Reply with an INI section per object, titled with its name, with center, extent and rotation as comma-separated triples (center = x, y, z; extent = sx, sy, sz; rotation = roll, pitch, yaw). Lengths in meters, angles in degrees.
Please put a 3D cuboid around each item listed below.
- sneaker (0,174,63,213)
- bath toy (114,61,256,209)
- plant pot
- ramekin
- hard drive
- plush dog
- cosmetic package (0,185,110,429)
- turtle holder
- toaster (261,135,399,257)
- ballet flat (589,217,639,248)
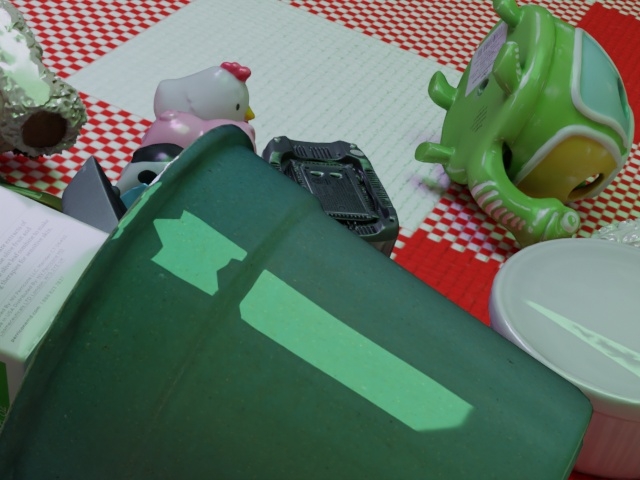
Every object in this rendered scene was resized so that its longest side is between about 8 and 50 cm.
[sneaker]
center = -0.353, -0.054, 1.496
extent = 0.192, 0.064, 0.086
rotation = 8, 37, -6
[bath toy]
center = -0.132, -0.097, 1.607
extent = 0.151, 0.129, 0.348
rotation = 43, 25, -22
[plant pot]
center = -0.004, 0.141, 1.032
extent = 0.334, 0.341, 0.341
rotation = 29, 33, 8
[ramekin]
center = 0.291, 0.124, 1.429
extent = 0.273, 0.127, 0.273
rotation = 9, 34, -6
[hard drive]
center = -0.182, 0.025, 1.335
extent = 0.054, 0.172, 0.254
rotation = -31, 24, -3
[plush dog]
center = -0.384, -0.168, 1.521
extent = 0.263, 0.225, 0.210
rotation = 7, 61, -12
[cosmetic package]
center = -0.364, 0.034, 1.204
extent = 0.366, 0.197, 0.155
rotation = 21, 50, 13
[turtle holder]
center = 0.276, -0.146, 1.762
extent = 0.227, 0.243, 0.320
rotation = 26, 19, -15
[toaster]
center = 0.000, 0.000, 1.490
extent = 0.129, 0.146, 0.227
rotation = 2, 33, -20
[ballet flat]
center = 0.530, 0.026, 1.699
extent = 0.409, 0.147, 0.147
rotation = 18, 31, 5
